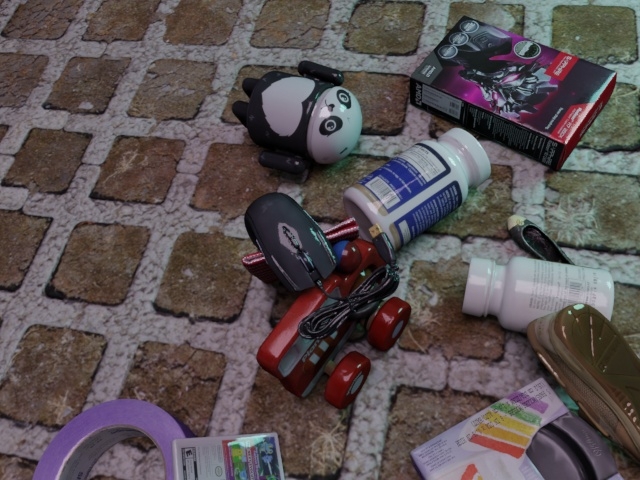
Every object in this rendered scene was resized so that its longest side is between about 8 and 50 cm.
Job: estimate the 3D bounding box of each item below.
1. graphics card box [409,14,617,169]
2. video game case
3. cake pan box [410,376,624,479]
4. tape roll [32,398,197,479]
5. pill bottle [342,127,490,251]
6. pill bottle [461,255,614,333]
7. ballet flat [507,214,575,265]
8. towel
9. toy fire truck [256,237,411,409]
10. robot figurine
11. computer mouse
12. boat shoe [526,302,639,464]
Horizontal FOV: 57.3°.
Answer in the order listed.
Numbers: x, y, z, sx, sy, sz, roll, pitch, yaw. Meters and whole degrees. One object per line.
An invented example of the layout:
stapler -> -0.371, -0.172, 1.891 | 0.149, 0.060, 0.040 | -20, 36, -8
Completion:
graphics card box -> 0.408, -0.331, 1.273 | 0.371, 0.094, 0.232 | 32, 70, 24
video game case -> -0.137, 0.409, 0.921 | 0.184, 0.023, 0.201 | 7, 54, -30
cake pan box -> 0.311, 0.372, 0.890 | 0.267, 0.070, 0.245 | -25, 55, -7
tape roll -> -0.330, 0.410, 0.972 | 0.275, 0.090, 0.274 | -4, 60, 6
pill bottle -> 0.189, -0.100, 1.141 | 0.265, 0.153, 0.153 | -33, 61, -10
pill bottle -> 0.368, 0.097, 1.013 | 0.229, 0.131, 0.131 | 9, 63, 14
ballet flat -> 0.421, 0.009, 1.101 | 0.057, 0.049, 0.173 | -33, 61, -11
towel -> -0.028, 0.024, 1.046 | 0.199, 0.275, 0.031 | -19, 80, -2
toy fire truck -> 0.025, 0.123, 0.982 | 0.169, 0.254, 0.302 | 31, 70, 23
robot figurine -> -0.048, -0.267, 1.260 | 0.278, 0.209, 0.173 | 19, 30, 19
computer mouse -> 0.000, 0.000, 0.871 | 0.184, 0.060, 0.262 | -28, 63, -5
boat shoe -> 0.462, 0.245, 0.908 | 0.122, 0.110, 0.341 | -36, 86, -27
